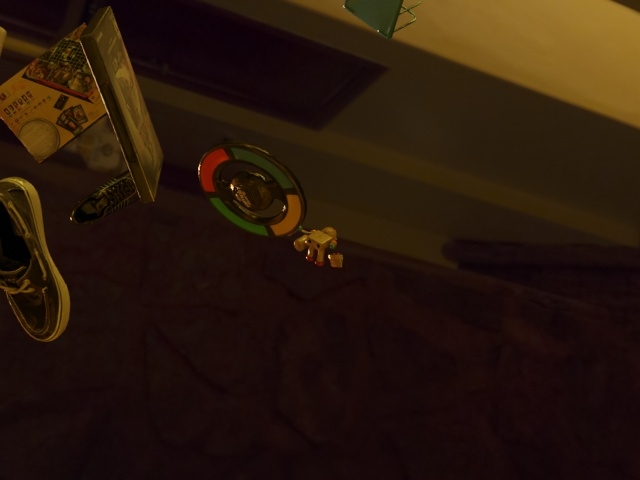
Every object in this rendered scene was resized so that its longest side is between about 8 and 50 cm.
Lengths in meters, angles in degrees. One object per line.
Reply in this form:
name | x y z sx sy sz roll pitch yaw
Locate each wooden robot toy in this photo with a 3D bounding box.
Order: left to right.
wooden robot toy | 0.000 0.000 1.887 0.173 0.079 0.076 29 -47 27

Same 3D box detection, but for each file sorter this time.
file sorter | 0.134 -0.490 1.578 0.104 0.118 0.170 -36 157 -35

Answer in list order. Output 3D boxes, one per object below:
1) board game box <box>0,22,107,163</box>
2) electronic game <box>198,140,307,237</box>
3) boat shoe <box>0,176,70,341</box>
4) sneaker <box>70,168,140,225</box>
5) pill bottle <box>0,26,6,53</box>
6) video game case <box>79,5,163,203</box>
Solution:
board game box | -0.510 -0.290 1.686 0.243 0.165 0.042 -37 -169 -3
electronic game | -0.131 -0.095 1.628 0.048 0.229 0.229 -59 -174 -38
boat shoe | -0.510 0.047 1.450 0.102 0.108 0.301 -69 157 -67
sneaker | -0.508 -0.105 2.085 0.232 0.081 0.090 -33 -167 3
pill bottle | -0.586 -0.157 1.210 0.204 0.204 0.361 -159 -93 -71
video game case | -0.312 -0.219 1.365 0.196 0.026 0.274 -101 175 -62
